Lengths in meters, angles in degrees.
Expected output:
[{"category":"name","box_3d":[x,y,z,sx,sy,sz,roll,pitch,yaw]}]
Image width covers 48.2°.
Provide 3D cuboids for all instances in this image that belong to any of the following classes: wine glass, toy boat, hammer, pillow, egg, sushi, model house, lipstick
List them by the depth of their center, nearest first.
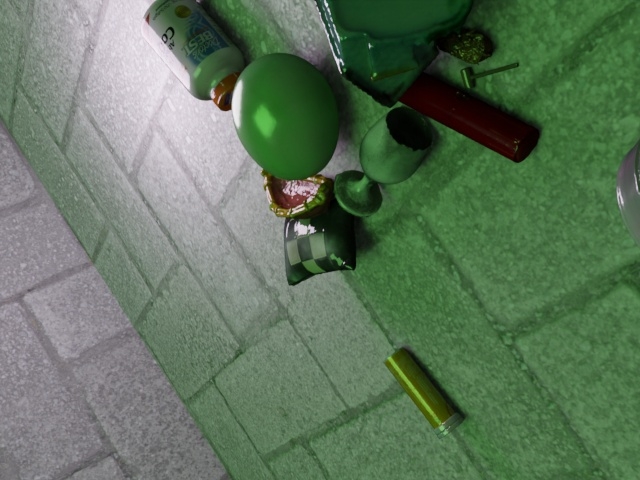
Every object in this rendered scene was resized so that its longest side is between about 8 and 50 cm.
[{"category":"sushi","box_3d":[0.246,-0.332,1.218,0.118,0.060,0.062,17,120,42]},{"category":"model house","box_3d":[0.118,-0.376,1.224,0.249,0.229,0.281,66,-171,-67]},{"category":"hammer","box_3d":[0.290,-0.289,1.229,0.110,0.019,0.036,-5,109,48]},{"category":"lipstick","box_3d":[0.254,-0.225,1.269,0.279,0.073,0.073,35,136,31]},{"category":"wine glass","box_3d":[0.123,-0.154,1.424,0.126,0.126,0.241,54,145,10]},{"category":"egg","box_3d":[-0.070,-0.258,1.502,0.220,0.220,0.270,-7,113,51]},{"category":"toy boat","box_3d":[-0.048,-0.107,1.638,0.099,0.141,0.318,48,167,-27]},{"category":"pillow","box_3d":[0.000,0.000,1.670,0.249,0.106,0.186,-16,72,50]}]

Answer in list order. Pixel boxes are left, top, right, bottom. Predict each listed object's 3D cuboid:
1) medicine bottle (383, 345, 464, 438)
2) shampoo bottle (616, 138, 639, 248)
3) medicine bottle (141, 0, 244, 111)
[{"category":"medicine bottle","box_3d":[0.236,0.351,1.661,0.218,0.074,0.074,52,142,14]},{"category":"shampoo bottle","box_3d":[0.532,-0.081,0.868,0.273,0.273,0.266,53,151,10]},{"category":"medicine bottle","box_3d":[-0.284,-0.439,1.690,0.289,0.157,0.157,50,142,15]}]
